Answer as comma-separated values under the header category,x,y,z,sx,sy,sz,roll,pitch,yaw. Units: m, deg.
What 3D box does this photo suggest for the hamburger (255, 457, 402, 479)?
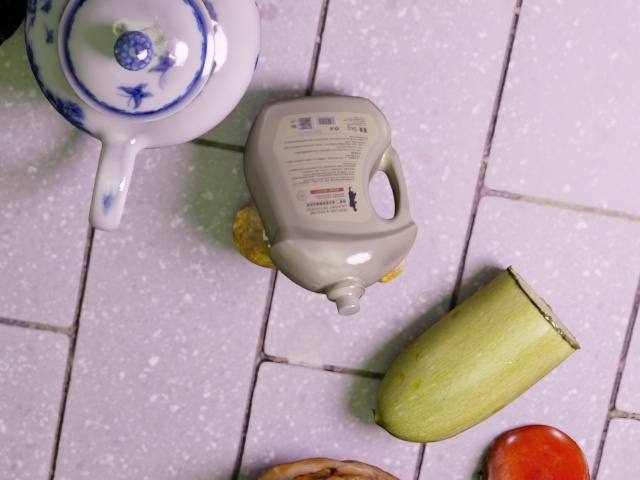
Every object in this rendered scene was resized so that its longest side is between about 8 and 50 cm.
category,x,y,z,sx,sy,sz,roll,pitch,yaw
hamburger,0.021,0.407,1.866,0.314,0.170,0.290,19,87,-21

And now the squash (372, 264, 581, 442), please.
category,x,y,z,sx,sy,sz,roll,pitch,yaw
squash,0.172,0.153,1.858,0.247,0.132,0.132,-39,104,8

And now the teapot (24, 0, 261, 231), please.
category,x,y,z,sx,sy,sz,roll,pitch,yaw
teapot,-0.188,-0.214,1.656,0.252,0.280,0.424,13,104,-6

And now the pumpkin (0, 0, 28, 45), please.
category,x,y,z,sx,sy,sz,roll,pitch,yaw
pumpkin,-0.414,-0.289,1.685,0.211,0.152,0.212,-2,101,-8

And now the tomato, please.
category,x,y,z,sx,sy,sz,roll,pitch,yaw
tomato,0.264,0.310,1.920,0.139,0.091,0.159,12,101,-9

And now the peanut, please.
category,x,y,z,sx,sy,sz,roll,pitch,yaw
peanut,0.000,0.000,1.824,0.206,0.087,0.087,10,103,-6

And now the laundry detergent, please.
category,x,y,z,sx,sy,sz,roll,pitch,yaw
laundry detergent,0.014,-0.036,1.746,0.181,0.091,0.253,-4,63,-14
